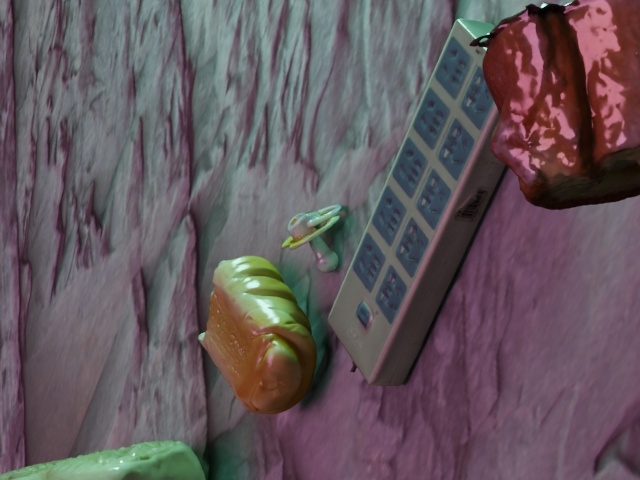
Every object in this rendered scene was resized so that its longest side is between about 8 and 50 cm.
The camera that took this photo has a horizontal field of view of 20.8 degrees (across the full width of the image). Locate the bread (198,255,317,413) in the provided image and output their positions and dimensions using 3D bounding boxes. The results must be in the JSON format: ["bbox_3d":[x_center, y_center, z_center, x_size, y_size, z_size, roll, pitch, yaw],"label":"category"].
[{"bbox_3d":[-0.062,0.097,1.765,0.177,0.084,0.119,56,134,44],"label":"bread"}]

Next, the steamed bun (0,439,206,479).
[{"bbox_3d":[-0.251,0.335,1.902,0.289,0.276,0.203,-15,85,32],"label":"steamed bun"}]

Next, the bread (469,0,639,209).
[{"bbox_3d":[0.219,-0.104,1.202,0.190,0.244,0.123,-37,67,59],"label":"bread"}]

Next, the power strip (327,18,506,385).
[{"bbox_3d":[0.095,-0.023,1.563,0.106,0.043,0.367,55,132,46],"label":"power strip"}]

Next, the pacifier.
[{"bbox_3d":[0.000,0.000,1.720,0.064,0.068,0.083,60,168,-8],"label":"pacifier"}]
